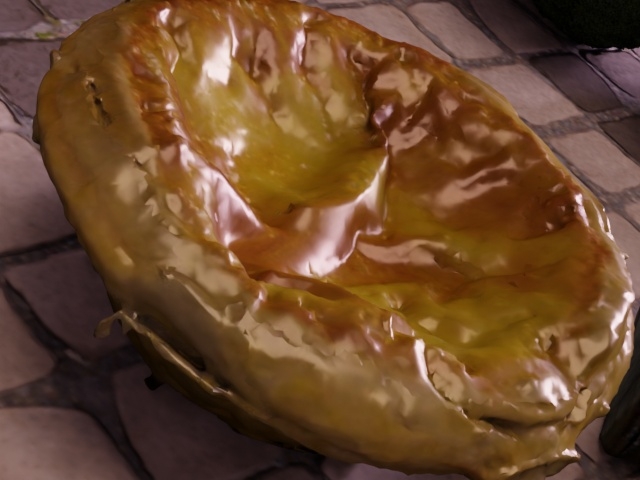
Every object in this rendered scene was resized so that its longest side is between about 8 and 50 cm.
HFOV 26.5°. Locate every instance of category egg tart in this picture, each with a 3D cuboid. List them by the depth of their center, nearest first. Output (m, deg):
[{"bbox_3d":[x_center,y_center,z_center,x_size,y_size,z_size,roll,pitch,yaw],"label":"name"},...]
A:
[{"bbox_3d":[0.000,-0.001,0.687,0.341,0.132,0.341,20,34,-14],"label":"egg tart"}]

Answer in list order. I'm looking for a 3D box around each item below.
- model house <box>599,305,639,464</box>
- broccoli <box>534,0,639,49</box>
[{"bbox_3d":[0.245,0.092,0.772,0.152,0.106,0.165,30,38,4],"label":"model house"},{"bbox_3d":[0.284,-0.301,1.166,0.304,0.283,0.321,16,16,-2],"label":"broccoli"}]
